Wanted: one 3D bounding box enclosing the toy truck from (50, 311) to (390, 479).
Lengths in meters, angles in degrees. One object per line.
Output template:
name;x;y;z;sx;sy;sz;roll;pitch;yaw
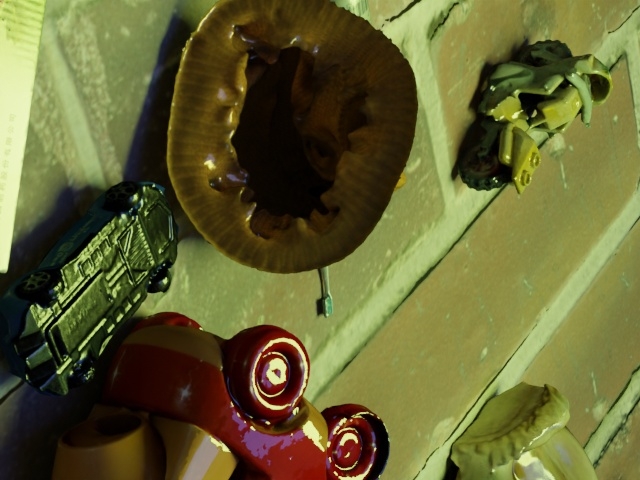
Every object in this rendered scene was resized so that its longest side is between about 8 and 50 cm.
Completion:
toy truck;-0.099;0.196;1.425;0.265;0.189;0.239;45;64;-35

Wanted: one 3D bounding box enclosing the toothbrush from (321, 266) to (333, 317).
toothbrush;0.000;0.000;1.686;0.017;0.014;0.162;-51;138;-65

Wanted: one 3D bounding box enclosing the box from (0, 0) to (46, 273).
box;-0.282;-0.112;1.199;0.175;0.062;0.261;8;90;-56

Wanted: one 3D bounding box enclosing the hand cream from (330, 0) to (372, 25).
hand cream;0.033;-0.169;1.677;0.080;0.050;0.234;-48;138;-41

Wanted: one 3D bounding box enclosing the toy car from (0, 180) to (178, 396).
toy car;-0.187;0.031;1.371;0.216;0.063;0.103;-54;138;-44

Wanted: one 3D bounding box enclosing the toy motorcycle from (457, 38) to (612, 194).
toy motorcycle;0.245;-0.143;1.914;0.229;0.129;0.094;-59;143;-30

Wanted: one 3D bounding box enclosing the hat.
hat;-0.024;-0.070;1.546;0.233;0.244;0.233;-41;167;-8

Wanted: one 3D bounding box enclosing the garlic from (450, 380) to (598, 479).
garlic;0.243;0.342;2.021;0.279;0.132;0.325;-38;122;-36
